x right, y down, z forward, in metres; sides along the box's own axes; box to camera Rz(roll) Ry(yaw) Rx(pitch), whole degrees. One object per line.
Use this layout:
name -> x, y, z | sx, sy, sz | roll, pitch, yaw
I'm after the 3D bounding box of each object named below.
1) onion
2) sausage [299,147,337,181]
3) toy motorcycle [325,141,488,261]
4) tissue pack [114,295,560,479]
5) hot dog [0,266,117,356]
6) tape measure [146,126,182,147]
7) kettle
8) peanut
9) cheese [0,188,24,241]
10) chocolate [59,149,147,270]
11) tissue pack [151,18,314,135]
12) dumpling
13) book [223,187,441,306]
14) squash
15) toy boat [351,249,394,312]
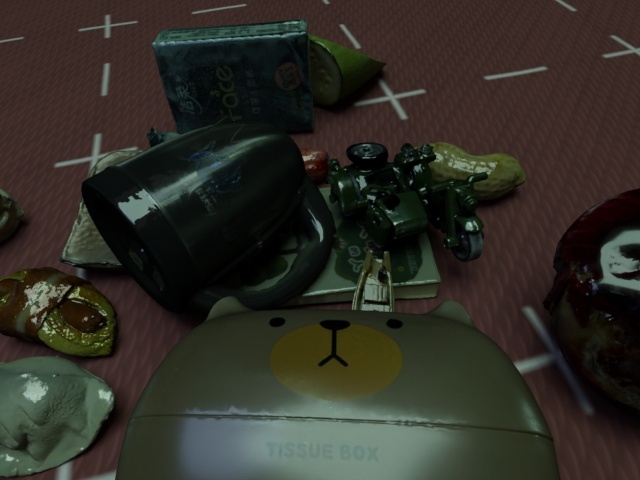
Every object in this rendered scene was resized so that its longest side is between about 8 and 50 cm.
onion -> 0.450, 0.087, 0.594 | 0.313, 0.232, 0.315 | 0, 74, 1
sausage -> -0.100, -0.146, 0.911 | 0.273, 0.074, 0.074 | -4, 49, 0
toy motorcycle -> 0.135, -0.070, 0.743 | 0.205, 0.127, 0.275 | -15, 44, -14
tissue pack -> 0.016, 0.215, 0.463 | 0.386, 0.268, 0.277 | 1, 54, 7
hot dog -> -0.432, 0.099, 0.709 | 0.261, 0.093, 0.123 | 12, 52, 13
tape measure -> -0.342, -0.149, 0.955 | 0.179, 0.104, 0.107 | -35, 71, 14
kettle -> -0.133, -0.042, 0.709 | 0.321, 0.228, 0.324 | 46, 60, 8
peanut -> 0.273, -0.132, 0.863 | 0.229, 0.098, 0.103 | 14, 76, 11
cheese -> -0.678, -0.004, 0.791 | 0.233, 0.127, 0.266 | 11, 52, 13
chocolate -> -0.358, -0.050, 0.839 | 0.160, 0.083, 0.262 | 3, 59, 3
tissue pack -> -0.175, -0.344, 0.984 | 0.315, 0.228, 0.103 | -4, 44, 1
dumpling -> -0.380, 0.231, 0.594 | 0.180, 0.111, 0.155 | 12, 82, 22
book -> 0.000, 0.000, 0.802 | 0.370, 0.043, 0.261 | -6, 49, -1
squash -> 0.054, -0.461, 1.097 | 0.189, 0.189, 0.260 | 29, 60, 25
toy boat -> 0.075, 0.113, 0.649 | 0.064, 0.072, 0.206 | 4, 68, 4
